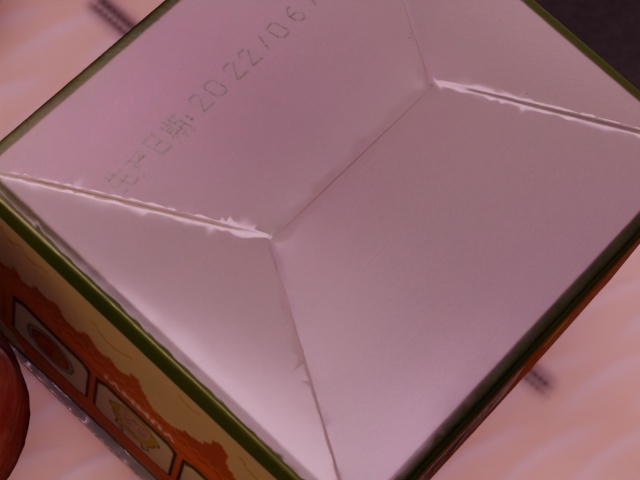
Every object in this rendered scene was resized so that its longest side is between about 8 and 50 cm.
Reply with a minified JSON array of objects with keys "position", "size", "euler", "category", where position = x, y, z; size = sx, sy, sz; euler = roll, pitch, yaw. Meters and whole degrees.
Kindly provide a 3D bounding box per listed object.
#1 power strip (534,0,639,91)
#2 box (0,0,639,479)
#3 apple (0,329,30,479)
[{"position":[0.047,-0.146,0.811],"size":[0.256,0.070,0.105],"euler":[38,65,2],"category":"power strip"},{"position":[0.000,0.000,0.702],"size":[0.177,0.148,0.195],"euler":[41,67,9],"category":"box"},{"position":[-0.179,0.047,0.653],"size":[0.131,0.146,0.146],"euler":[-34,80,-4],"category":"apple"}]
